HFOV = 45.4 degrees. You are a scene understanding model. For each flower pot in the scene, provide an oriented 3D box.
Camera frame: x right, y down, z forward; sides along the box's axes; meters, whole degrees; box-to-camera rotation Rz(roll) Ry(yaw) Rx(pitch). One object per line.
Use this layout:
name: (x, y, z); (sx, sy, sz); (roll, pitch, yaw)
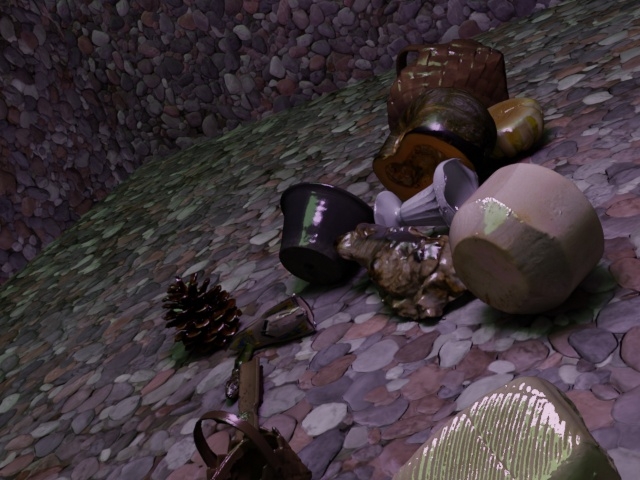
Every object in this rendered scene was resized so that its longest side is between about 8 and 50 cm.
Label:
flower pot: (0.000, 0.000, 1.652); (0.235, 0.235, 0.148); (-9, 47, 40)

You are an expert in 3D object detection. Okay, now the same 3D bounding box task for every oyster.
oyster: (0.163, 0.034, 1.454); (0.198, 0.133, 0.337); (-28, 24, -22)

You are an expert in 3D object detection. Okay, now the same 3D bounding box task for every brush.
brush: (-0.120, 0.293, 1.325); (0.043, 0.036, 0.248); (-28, 27, 11)

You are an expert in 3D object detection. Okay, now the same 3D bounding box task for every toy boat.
toy boat: (-0.102, 0.176, 1.527); (0.210, 0.084, 0.066); (-30, 14, 23)

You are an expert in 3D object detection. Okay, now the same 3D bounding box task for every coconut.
coconut: (0.330, -0.003, 1.223); (0.241, 0.241, 0.241); (-24, 21, 10)

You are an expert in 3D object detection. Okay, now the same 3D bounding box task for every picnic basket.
picnic basket: (-0.108, 0.310, 1.056); (0.128, 0.178, 0.137); (-13, 25, 34)
picnic basket: (0.299, -0.384, 2.012); (0.338, 0.292, 0.337); (-12, 36, 9)

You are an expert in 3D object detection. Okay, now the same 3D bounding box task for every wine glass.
wine glass: (0.222, -0.067, 1.584); (0.197, 0.164, 0.165); (-18, 22, 35)

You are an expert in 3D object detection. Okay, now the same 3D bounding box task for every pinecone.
pinecone: (-0.268, 0.148, 1.652); (0.163, 0.165, 0.163); (-28, 20, 11)

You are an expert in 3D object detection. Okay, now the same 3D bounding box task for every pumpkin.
pumpkin: (0.289, -0.221, 1.731); (0.232, 0.242, 0.325); (-53, 13, -23)

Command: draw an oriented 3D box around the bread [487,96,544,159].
bread: (0.444, -0.260, 1.833); (0.214, 0.104, 0.213); (-25, 24, 12)

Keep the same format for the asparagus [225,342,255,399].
asparagus: (-0.155, 0.253, 1.460); (0.036, 0.030, 0.165); (-12, 23, 11)

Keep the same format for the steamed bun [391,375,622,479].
steamed bun: (0.203, 0.277, 0.821); (0.239, 0.152, 0.170); (-42, 27, 5)
